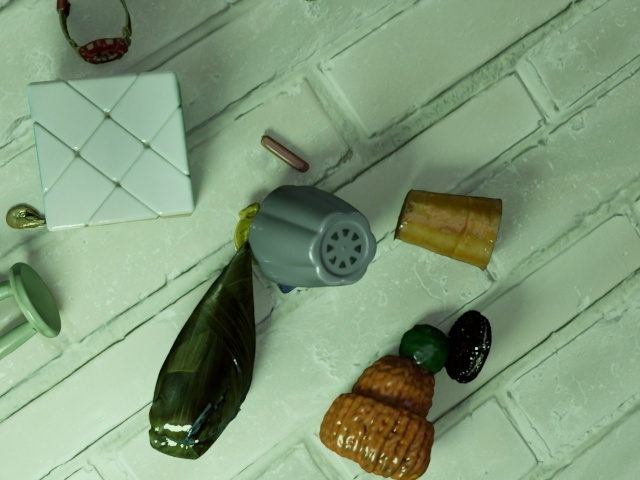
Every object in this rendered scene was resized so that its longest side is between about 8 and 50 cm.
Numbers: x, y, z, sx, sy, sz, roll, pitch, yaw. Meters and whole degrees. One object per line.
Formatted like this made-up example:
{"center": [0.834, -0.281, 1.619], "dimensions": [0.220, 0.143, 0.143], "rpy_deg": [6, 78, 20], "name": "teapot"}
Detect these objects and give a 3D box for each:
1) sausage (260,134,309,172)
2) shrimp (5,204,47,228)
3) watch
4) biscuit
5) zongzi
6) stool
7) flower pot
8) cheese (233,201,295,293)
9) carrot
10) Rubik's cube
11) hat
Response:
{"center": [-0.093, -0.221, 1.937], "dimensions": [0.147, 0.030, 0.035], "rpy_deg": [33, 86, -9], "name": "sausage"}
{"center": [-0.710, -0.058, 1.844], "dimensions": [0.108, 0.023, 0.059], "rpy_deg": [-6, 84, -10], "name": "shrimp"}
{"center": [-0.554, -0.560, 1.827], "dimensions": [0.165, 0.102, 0.268], "rpy_deg": [-25, 88, -6], "name": "watch"}
{"center": [0.378, 0.273, 1.953], "dimensions": [0.053, 0.194, 0.194], "rpy_deg": [20, 89, -13], "name": "biscuit"}
{"center": [-0.248, 0.238, 1.713], "dimensions": [0.208, 0.403, 0.432], "rpy_deg": [15, 102, 3], "name": "zongzi"}
{"center": [-0.739, 0.174, 1.764], "dimensions": [0.199, 0.195, 0.195], "rpy_deg": [-25, 96, -4], "name": "stool"}
{"center": [0.000, 0.000, 1.819], "dimensions": [0.265, 0.243, 0.265], "rpy_deg": [-5, 100, -33], "name": "flower pot"}
{"center": [-0.127, 0.021, 1.923], "dimensions": [0.157, 0.064, 0.250], "rpy_deg": [-32, 105, -9], "name": "cheese"}
{"center": [0.327, -0.040, 1.961], "dimensions": [0.254, 0.196, 0.195], "rpy_deg": [13, 90, 1], "name": "carrot"}
{"center": [-0.461, -0.195, 1.735], "dimensions": [0.319, 0.316, 0.321], "rpy_deg": [-8, 94, -10], "name": "Rubik's cube"}
{"center": [0.190, 0.389, 1.892], "dimensions": [0.285, 0.285, 0.400], "rpy_deg": [24, 84, -9], "name": "hat"}
